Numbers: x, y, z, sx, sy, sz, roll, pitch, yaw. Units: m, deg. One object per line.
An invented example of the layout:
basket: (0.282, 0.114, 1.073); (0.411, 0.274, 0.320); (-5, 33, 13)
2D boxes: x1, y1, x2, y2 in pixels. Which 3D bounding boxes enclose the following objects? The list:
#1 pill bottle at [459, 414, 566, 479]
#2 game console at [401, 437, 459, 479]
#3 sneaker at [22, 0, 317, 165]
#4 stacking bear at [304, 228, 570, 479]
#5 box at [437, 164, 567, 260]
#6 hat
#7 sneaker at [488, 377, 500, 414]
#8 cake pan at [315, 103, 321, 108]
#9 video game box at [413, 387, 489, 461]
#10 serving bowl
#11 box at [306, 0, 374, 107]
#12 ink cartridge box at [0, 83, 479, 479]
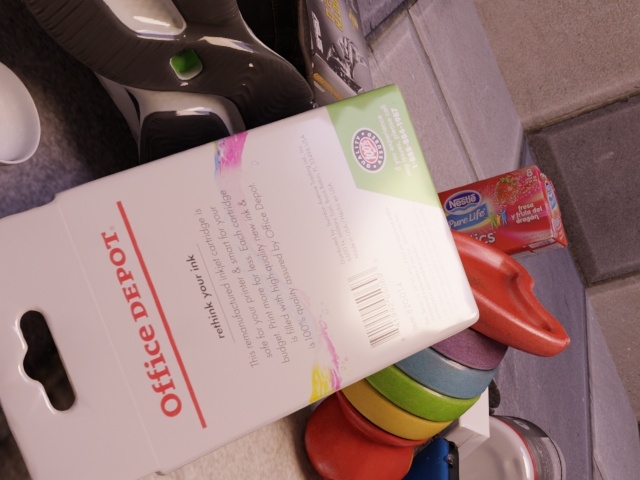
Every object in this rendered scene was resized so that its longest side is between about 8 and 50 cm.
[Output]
pill bottle: (0.268, 0.342, 1.228); (0.283, 0.161, 0.161); (24, 52, -60)
game console: (0.136, 0.408, 0.879); (0.173, 0.250, 0.293); (22, 43, -15)
sneaker: (-0.143, -0.200, 0.723); (0.258, 0.169, 0.447); (60, -3, 30)
stacking bear: (0.087, 0.142, 0.852); (0.164, 0.289, 0.175); (26, 22, -17)
box: (0.254, -0.021, 1.341); (0.128, 0.256, 0.123); (16, 61, -62)
hat: (-0.100, -0.280, 0.850); (0.331, 0.133, 0.332); (167, -90, -84)
sneaker: (0.189, 0.147, 1.307); (0.122, 0.110, 0.283); (-92, 160, -73)
cake pan: (-0.045, -0.282, 1.136); (0.293, 0.054, 0.293); (46, 35, -45)
video game box: (0.141, 0.202, 1.034); (0.048, 0.187, 0.205); (24, 40, -11)
serving bowl: (-0.244, -0.091, 0.597); (0.083, 0.027, 0.083); (46, 34, -44)
box: (0.000, -0.291, 1.102); (0.183, 0.056, 0.231); (31, 46, -55)
ink cartridge box: (-0.076, 0.035, 0.630); (0.353, 0.119, 0.207); (-21, 93, -24)
